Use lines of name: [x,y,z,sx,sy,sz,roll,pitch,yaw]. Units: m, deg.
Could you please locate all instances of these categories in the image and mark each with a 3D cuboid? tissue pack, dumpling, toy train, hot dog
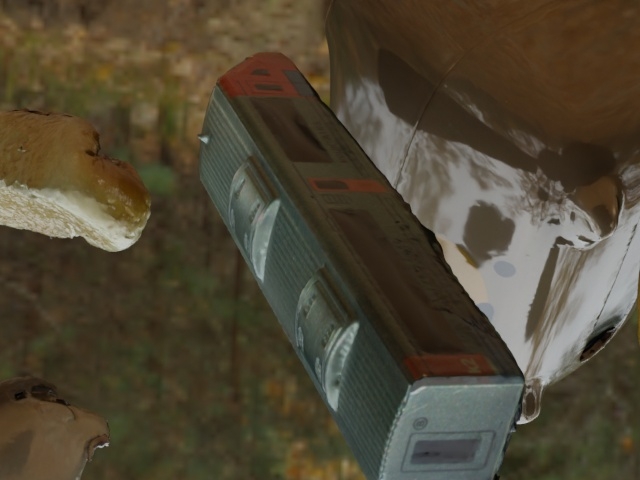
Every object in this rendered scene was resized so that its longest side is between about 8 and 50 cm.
tissue pack: [0.149,-0.054,1.294,0.267,0.277,0.387,-30,153,-28]
dumpling: [-0.335,0.219,1.573,0.293,0.163,0.204,-27,-160,-38]
toy train: [0.000,0.000,1.011,0.089,0.086,0.409,1,-150,-24]
hot dog: [-0.197,-0.048,1.159,0.242,0.073,0.084,9,150,51]

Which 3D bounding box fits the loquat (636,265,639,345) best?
loquat: [0.292,0.037,0.989,0.213,0.213,0.213,3,179,0]
